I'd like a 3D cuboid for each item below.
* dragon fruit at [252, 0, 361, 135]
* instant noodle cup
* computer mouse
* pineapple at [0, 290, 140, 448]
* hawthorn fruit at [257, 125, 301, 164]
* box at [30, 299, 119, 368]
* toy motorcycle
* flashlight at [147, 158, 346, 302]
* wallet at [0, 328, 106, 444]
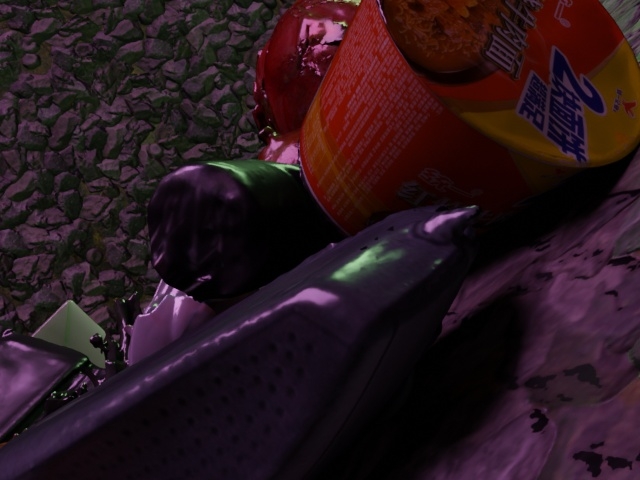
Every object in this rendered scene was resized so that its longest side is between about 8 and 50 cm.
[{"bbox_3d":[0.065,-0.212,1.197,0.301,0.296,0.295,1,34,34],"label":"dragon fruit"},{"bbox_3d":[0.089,-0.092,0.616,0.213,0.213,0.174,-49,0,-41],"label":"instant noodle cup"},{"bbox_3d":[-0.044,0.097,0.515,0.371,0.122,0.188,-34,2,28],"label":"computer mouse"},{"bbox_3d":[-0.235,0.203,0.873,0.165,0.165,0.364,-39,9,39],"label":"pineapple"},{"bbox_3d":[-0.010,-0.060,1.058,0.169,0.188,0.169,-53,1,1],"label":"hawthorn fruit"},{"bbox_3d":[-0.429,0.258,1.490,0.143,0.225,0.341,-49,8,-30],"label":"box"},{"bbox_3d":[-0.101,0.051,0.792,0.260,0.110,0.171,-62,5,-24],"label":"toy motorcycle"},{"bbox_3d":[-0.005,-0.026,0.769,0.103,0.103,0.424,-42,-10,20],"label":"flashlight"},{"bbox_3d":[-0.331,0.218,1.026,0.247,0.322,0.041,-48,-34,-47],"label":"wallet"}]
